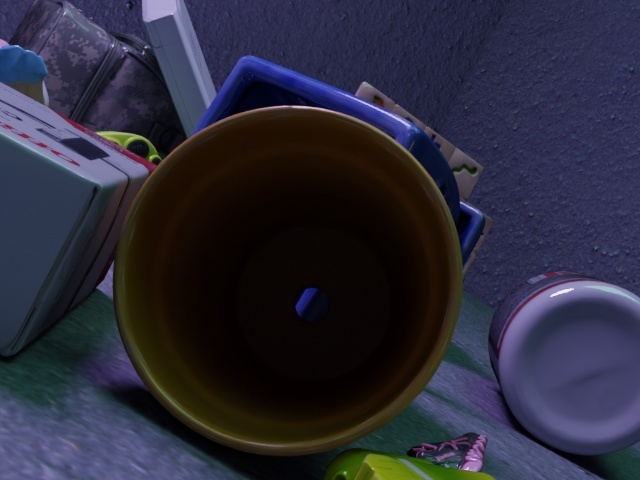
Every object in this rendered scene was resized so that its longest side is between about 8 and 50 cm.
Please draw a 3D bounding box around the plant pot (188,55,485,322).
[{"bbox_3d":[0.000,0.000,0.903,0.236,0.236,0.212,31,-1,40],"label":"plant pot"}]

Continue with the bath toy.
[{"bbox_3d":[-0.427,-0.205,1.207,0.151,0.129,0.348,18,7,-32],"label":"bath toy"}]

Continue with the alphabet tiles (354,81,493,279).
[{"bbox_3d":[0.080,-0.042,1.364,0.342,0.285,0.011,33,-10,-21],"label":"alphabet tiles"}]

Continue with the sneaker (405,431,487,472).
[{"bbox_3d":[0.095,0.167,0.744,0.057,0.047,0.119,17,1,11],"label":"sneaker"}]

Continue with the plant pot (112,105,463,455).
[{"bbox_3d":[-0.012,0.035,0.652,0.205,0.205,0.188,29,-5,10],"label":"plant pot"}]

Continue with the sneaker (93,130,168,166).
[{"bbox_3d":[-0.242,-0.072,1.173,0.123,0.109,0.295,14,-2,10],"label":"sneaker"}]

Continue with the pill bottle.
[{"bbox_3d":[0.334,0.147,1.313,0.210,0.210,0.363,28,5,5],"label":"pill bottle"}]

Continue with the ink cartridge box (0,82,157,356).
[{"bbox_3d":[-0.232,-0.041,0.645,0.197,0.114,0.273,28,5,-6],"label":"ink cartridge box"}]

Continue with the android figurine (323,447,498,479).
[{"bbox_3d":[0.107,0.183,0.509,0.248,0.056,0.273,31,5,35],"label":"android figurine"}]

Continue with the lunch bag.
[{"bbox_3d":[-0.343,-0.218,1.465,0.256,0.212,0.305,31,1,-28],"label":"lunch bag"}]

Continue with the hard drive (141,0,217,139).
[{"bbox_3d":[-0.160,-0.174,1.318,0.233,0.047,0.353,-108,180,-58],"label":"hard drive"}]
